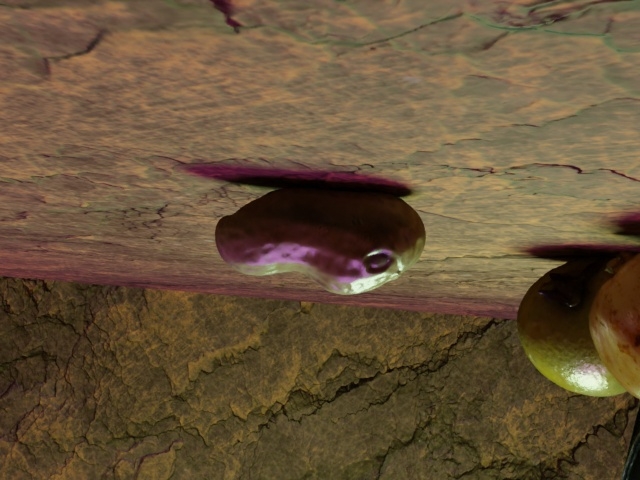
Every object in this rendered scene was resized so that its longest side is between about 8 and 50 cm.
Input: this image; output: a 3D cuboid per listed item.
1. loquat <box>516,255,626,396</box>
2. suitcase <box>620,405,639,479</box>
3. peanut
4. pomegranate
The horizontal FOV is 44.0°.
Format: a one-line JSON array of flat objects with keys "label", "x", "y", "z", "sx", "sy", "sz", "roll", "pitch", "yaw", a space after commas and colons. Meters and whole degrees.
[{"label": "loquat", "x": 0.429, "y": 0.129, "z": 1.249, "sx": 0.244, "sy": 0.243, "sz": 0.244, "roll": 4, "pitch": 172, "yaw": 1}, {"label": "suitcase", "x": 0.597, "y": 0.271, "z": 1.204, "sx": 0.194, "sy": 0.283, "sz": 0.434, "roll": 24, "pitch": -149, "yaw": 19}, {"label": "peanut", "x": 0.000, "y": 0.000, "z": 0.888, "sx": 0.237, "sy": 0.120, "sz": 0.110, "roll": -1, "pitch": -149, "yaw": -2}, {"label": "pomegranate", "x": 0.455, "y": 0.099, "z": 0.994, "sx": 0.248, "sy": 0.248, "sz": 0.248, "roll": 4, "pitch": 172, "yaw": 1}]
